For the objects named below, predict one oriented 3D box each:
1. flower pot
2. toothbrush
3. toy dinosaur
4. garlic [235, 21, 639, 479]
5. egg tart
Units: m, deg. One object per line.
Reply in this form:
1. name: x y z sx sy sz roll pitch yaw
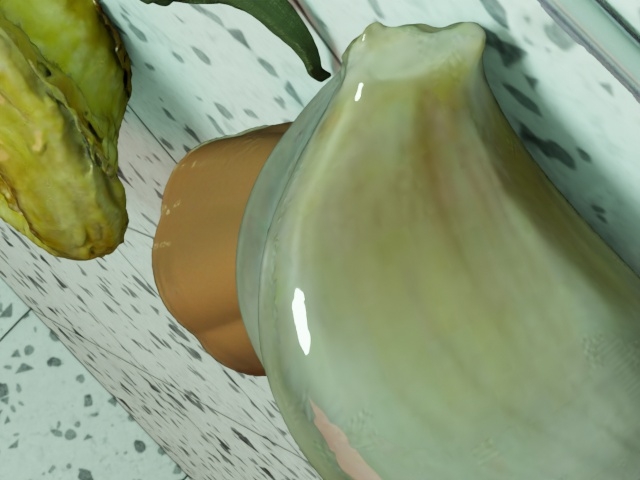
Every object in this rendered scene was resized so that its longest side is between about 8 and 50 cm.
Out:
1. flower pot: 0.000 0.000 1.235 0.190 0.190 0.173 48 155 -17
2. toothbrush: 0.100 -0.137 0.863 0.354 0.024 0.029 44 171 -3
3. toy dinosaur: -0.073 -0.197 1.158 0.179 0.087 0.187 5 -140 -50
4. garlic: 0.090 0.061 1.028 0.340 0.246 0.231 41 170 -1
5. egg tart: -0.307 -0.169 1.524 0.443 0.178 0.443 39 162 15
